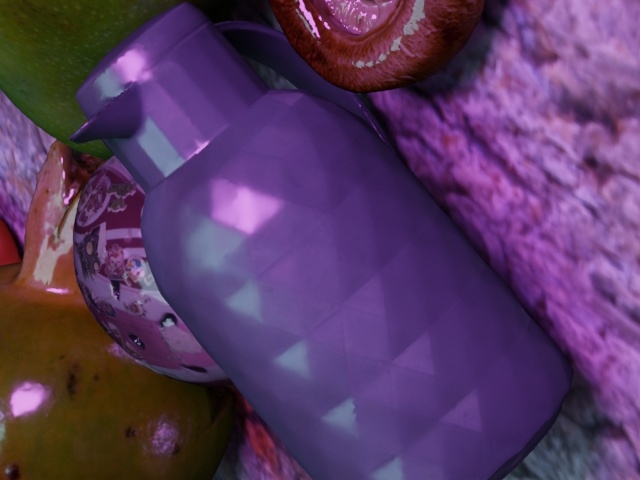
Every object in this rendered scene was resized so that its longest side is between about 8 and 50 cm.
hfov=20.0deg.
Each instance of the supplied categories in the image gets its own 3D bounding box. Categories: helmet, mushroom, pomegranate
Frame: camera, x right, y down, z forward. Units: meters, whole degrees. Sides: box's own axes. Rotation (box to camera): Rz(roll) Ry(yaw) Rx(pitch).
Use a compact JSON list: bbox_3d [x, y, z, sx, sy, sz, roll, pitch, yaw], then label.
[{"bbox_3d":[-0.075,0.028,1.072,0.176,0.107,0.153,-6,132,28],"label":"helmet"},{"bbox_3d":[0.032,-0.154,0.902,0.135,0.080,0.170,45,143,10],"label":"mushroom"},{"bbox_3d":[-0.175,0.075,1.236,0.236,0.236,0.302,29,120,44],"label":"pomegranate"}]

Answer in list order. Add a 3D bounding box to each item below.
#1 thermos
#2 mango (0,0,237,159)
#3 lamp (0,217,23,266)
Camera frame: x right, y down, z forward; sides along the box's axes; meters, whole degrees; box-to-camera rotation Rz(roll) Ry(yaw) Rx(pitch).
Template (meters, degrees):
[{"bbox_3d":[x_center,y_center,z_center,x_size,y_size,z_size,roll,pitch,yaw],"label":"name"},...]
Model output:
[{"bbox_3d":[0.000,0.000,0.948,0.145,0.182,0.286,-34,96,40],"label":"thermos"},{"bbox_3d":[-0.129,-0.195,0.997,0.225,0.201,0.382,27,142,21],"label":"mango"},{"bbox_3d":[-0.326,0.049,1.471,0.187,0.164,0.188,33,137,38],"label":"lamp"}]
